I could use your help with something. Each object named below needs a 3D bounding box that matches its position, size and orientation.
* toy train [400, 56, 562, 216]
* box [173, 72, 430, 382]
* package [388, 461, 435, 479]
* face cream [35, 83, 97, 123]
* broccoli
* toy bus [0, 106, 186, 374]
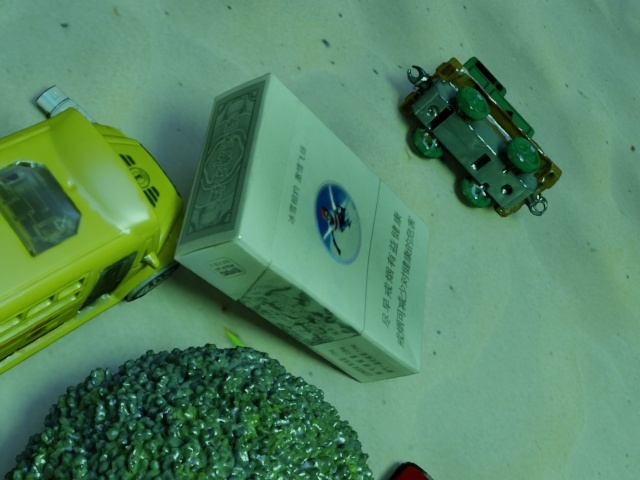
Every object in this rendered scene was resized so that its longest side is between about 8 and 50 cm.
[{"bbox_3d":[0.190,-0.126,0.936,0.228,0.091,0.136,44,41,-5],"label":"toy train"},{"bbox_3d":[0.000,0.000,0.704,0.256,0.069,0.164,39,47,-40],"label":"box"},{"bbox_3d":[0.061,0.315,0.661,0.154,0.030,0.239,50,55,-2],"label":"package"},{"bbox_3d":[-0.202,-0.090,0.715,0.115,0.020,0.038,46,50,-8],"label":"face cream"},{"bbox_3d":[-0.090,0.165,0.561,0.226,0.198,0.176,-36,124,-12],"label":"broccoli"},{"bbox_3d":[-0.228,0.010,0.563,0.330,0.152,0.144,-35,86,-39],"label":"toy bus"}]
